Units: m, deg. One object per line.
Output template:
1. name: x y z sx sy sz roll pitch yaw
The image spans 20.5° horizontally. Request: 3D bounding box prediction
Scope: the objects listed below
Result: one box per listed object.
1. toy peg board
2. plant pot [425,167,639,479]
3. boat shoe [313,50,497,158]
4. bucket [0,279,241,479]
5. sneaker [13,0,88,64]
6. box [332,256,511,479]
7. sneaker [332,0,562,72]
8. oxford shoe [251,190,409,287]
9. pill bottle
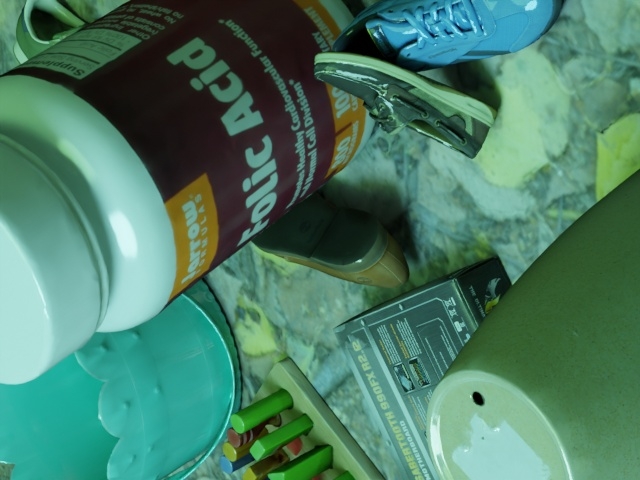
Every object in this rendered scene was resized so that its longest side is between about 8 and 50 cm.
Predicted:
1. toy peg board: -0.040 0.230 1.730 0.161 0.079 0.160 51 140 18
2. plant pot: 0.211 0.097 1.208 0.256 0.274 0.256 26 128 38
3. boat shoe: 0.063 -0.106 1.381 0.056 0.152 0.049 159 129 -79
4. bucket: -0.223 0.137 1.808 0.281 0.183 0.281 27 129 40
5. sneaker: -0.245 -0.174 1.761 0.192 0.064 0.086 47 144 26
6. box: 0.126 0.148 1.510 0.183 0.056 0.231 -27 88 53
7. sneaker: 0.093 -0.164 1.362 0.209 0.082 0.069 -9 101 50
8. oxford shoe: 0.000 0.000 1.574 0.076 0.076 0.212 41 172 -39
9. pill bottle: -0.150 -0.066 1.419 0.224 0.392 0.224 24 133 28
